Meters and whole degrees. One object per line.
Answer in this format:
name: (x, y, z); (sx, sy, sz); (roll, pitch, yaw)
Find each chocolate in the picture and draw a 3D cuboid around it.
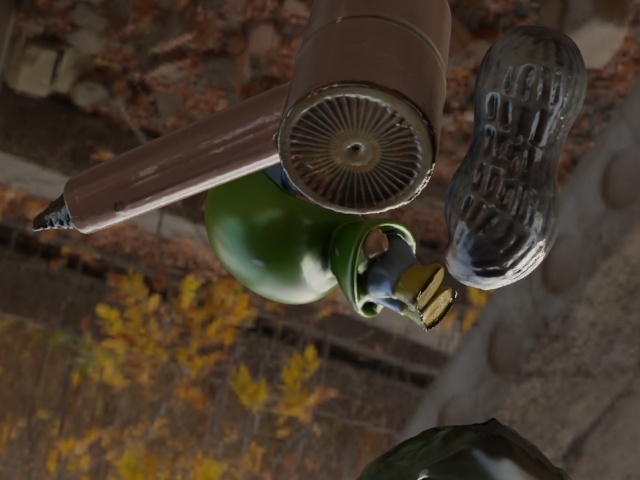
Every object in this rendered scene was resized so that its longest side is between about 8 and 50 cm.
chocolate: (0.119, -0.050, 0.798); (0.072, 0.167, 0.072); (13, -178, 0)

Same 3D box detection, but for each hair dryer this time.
hair dryer: (-0.071, -0.078, 0.929); (0.344, 0.189, 0.107); (-19, 124, 22)

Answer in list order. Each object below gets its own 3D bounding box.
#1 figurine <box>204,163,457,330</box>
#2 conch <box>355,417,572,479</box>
figurine: (0.000, 0.000, 1.217); (0.263, 0.143, 0.162); (29, 167, 27)
conch: (0.042, 0.185, 0.576); (0.122, 0.188, 0.176); (6, 146, 25)
